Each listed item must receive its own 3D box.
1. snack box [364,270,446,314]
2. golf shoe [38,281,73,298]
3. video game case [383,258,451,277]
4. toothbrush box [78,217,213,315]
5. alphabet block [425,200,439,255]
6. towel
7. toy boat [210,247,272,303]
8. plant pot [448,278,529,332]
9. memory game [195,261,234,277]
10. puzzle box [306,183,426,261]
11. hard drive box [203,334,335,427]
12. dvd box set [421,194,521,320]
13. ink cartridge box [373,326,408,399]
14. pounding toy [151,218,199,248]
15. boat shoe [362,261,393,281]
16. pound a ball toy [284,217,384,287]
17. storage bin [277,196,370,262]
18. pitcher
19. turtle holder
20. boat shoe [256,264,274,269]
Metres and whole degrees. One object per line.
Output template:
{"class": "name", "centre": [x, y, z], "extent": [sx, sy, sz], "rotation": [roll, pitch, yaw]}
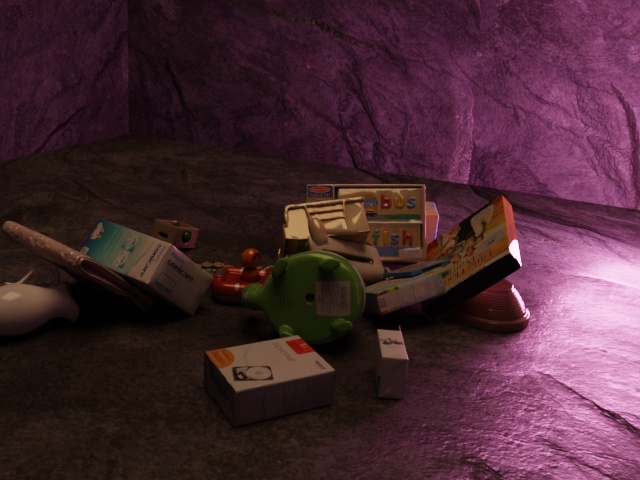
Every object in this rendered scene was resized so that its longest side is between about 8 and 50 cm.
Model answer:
{"class": "snack box", "centre": [0.221, 0.144, 1.900], "extent": [0.207, 0.070, 0.174], "rotation": [-18, 4, -17]}
{"class": "golf shoe", "centre": [-0.744, 0.148, 1.774], "extent": [0.176, 0.086, 0.069], "rotation": [-7, 23, -28]}
{"class": "video game case", "centre": [0.281, 0.081, 1.962], "extent": [0.166, 0.015, 0.119], "rotation": [-14, 3, -37]}
{"class": "toothbrush box", "centre": [-0.475, 0.072, 1.845], "extent": [0.295, 0.126, 0.216], "rotation": [16, -20, 32]}
{"class": "alphabet block", "centre": [0.309, -0.036, 2.429], "extent": [0.197, 0.193, 0.192], "rotation": [5, 16, 2]}
{"class": "towel", "centre": [-0.642, 0.074, 1.798], "extent": [0.332, 0.053, 0.317], "rotation": [18, -19, 32]}
{"class": "toy boat", "centre": [-0.200, 0.095, 1.958], "extent": [0.231, 0.151, 0.151], "rotation": [4, 22, -1]}
{"class": "plant pot", "centre": [0.496, 0.172, 1.976], "extent": [0.237, 0.110, 0.237], "rotation": [5, 18, -2]}
{"class": "memory game", "centre": [-0.345, 0.102, 2.130], "extent": [0.186, 0.012, 0.186], "rotation": [5, 18, -1]}
{"class": "puzzle box", "centre": [0.154, -0.058, 2.289], "extent": [0.409, 0.272, 0.052], "rotation": [-1, -12, 3]}
{"class": "hard drive box", "centre": [-0.114, 0.299, 1.466], "extent": [0.232, 0.089, 0.181], "rotation": [-6, 21, -30]}
{"class": "dvd box set", "centre": [0.448, 0.043, 2.039], "extent": [0.307, 0.062, 0.420], "rotation": [-36, 14, 25]}
{"class": "ink cartridge box", "centre": [0.160, 0.277, 1.573], "extent": [0.061, 0.104, 0.181], "rotation": [5, 17, -1]}
{"class": "pounding toy", "centre": [-0.499, -0.006, 2.321], "extent": [0.141, 0.100, 0.130], "rotation": [20, 9, 32]}
{"class": "boat shoe", "centre": [0.169, 0.116, 2.125], "extent": [0.073, 0.080, 0.223], "rotation": [-6, 15, -15]}
{"class": "pound a ball toy", "centre": [0.053, 0.062, 1.943], "extent": [0.319, 0.208, 0.136], "rotation": [11, 53, -39]}
{"class": "storage bin", "centre": [0.000, 0.000, 2.080], "extent": [0.260, 0.262, 0.123], "rotation": [-6, 61, -12]}
{"class": "pitcher", "centre": [-0.731, 0.144, 1.677], "extent": [0.207, 0.125, 0.178], "rotation": [-8, 59, -42]}
{"class": "turtle holder", "centre": [-0.036, 0.159, 1.754], "extent": [0.320, 0.243, 0.227], "rotation": [-32, -6, 11]}
{"class": "boat shoe", "centre": [-0.193, 0.105, 2.106], "extent": [0.043, 0.049, 0.137], "rotation": [22, 30, 34]}
